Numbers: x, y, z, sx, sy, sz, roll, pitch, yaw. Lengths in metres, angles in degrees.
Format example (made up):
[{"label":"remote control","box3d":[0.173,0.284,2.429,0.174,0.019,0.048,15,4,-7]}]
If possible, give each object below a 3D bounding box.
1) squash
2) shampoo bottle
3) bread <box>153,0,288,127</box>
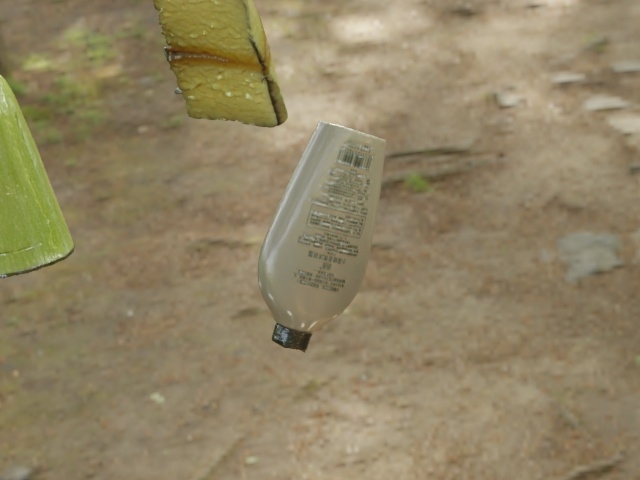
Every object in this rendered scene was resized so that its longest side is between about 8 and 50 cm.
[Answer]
[{"label":"squash","box3d":[-0.286,-0.078,1.230,0.094,0.224,0.094,-9,22,4]},{"label":"shampoo bottle","box3d":[0.000,0.000,1.553,0.127,0.257,0.078,14,5,-27]},{"label":"bread","box3d":[-0.135,-0.297,2.081,0.178,0.266,0.142,24,59,33]}]
